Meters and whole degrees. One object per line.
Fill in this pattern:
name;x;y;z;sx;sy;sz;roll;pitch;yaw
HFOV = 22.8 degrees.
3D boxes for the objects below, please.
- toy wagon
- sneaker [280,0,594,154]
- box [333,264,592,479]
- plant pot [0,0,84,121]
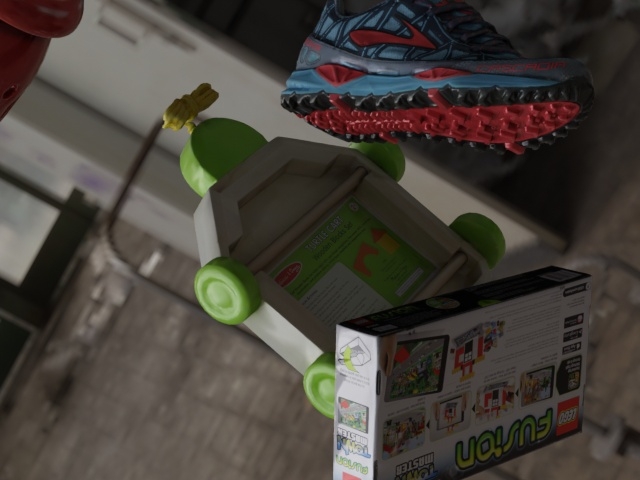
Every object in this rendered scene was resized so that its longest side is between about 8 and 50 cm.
toy wagon;0.000;0.000;1.362;0.267;0.344;0.068;-42;-11;-46
sneaker;0.084;-0.140;1.162;0.262;0.104;0.125;7;76;37
box;0.093;0.089;1.001;0.036;0.207;0.114;16;110;44
plant pot;-0.309;-0.195;1.322;0.174;0.191;0.191;-42;20;24
